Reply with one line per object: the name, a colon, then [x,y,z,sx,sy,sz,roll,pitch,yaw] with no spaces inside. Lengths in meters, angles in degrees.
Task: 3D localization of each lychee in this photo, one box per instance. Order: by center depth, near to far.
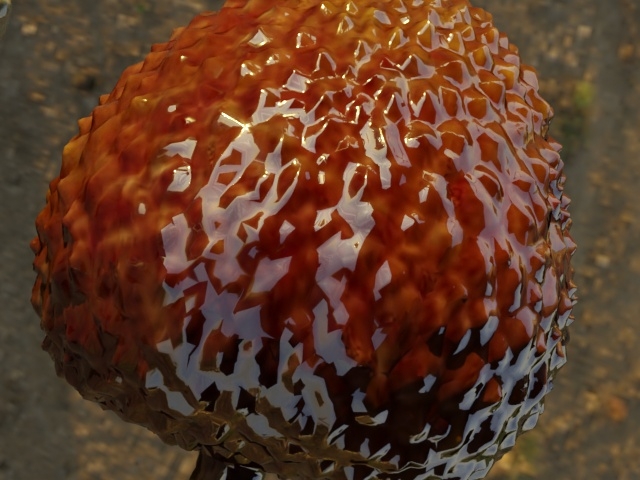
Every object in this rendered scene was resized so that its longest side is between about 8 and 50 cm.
lychee: [-0.002,0.005,0.596,0.194,0.194,0.194,-18,117,-41]

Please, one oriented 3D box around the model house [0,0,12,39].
model house: [-0.419,-0.178,1.049,0.395,0.445,0.400,-55,-171,35]
